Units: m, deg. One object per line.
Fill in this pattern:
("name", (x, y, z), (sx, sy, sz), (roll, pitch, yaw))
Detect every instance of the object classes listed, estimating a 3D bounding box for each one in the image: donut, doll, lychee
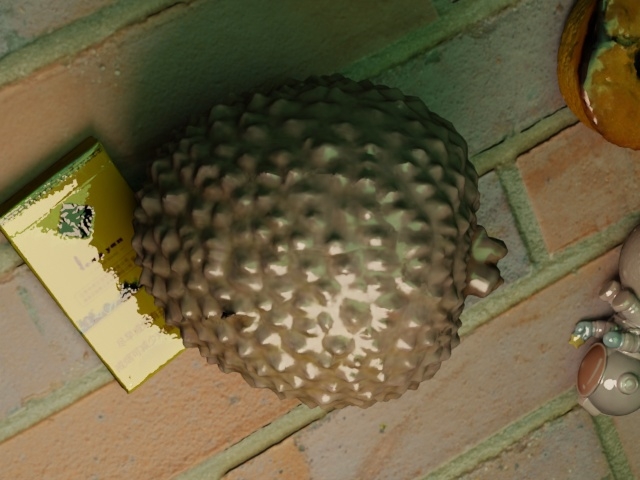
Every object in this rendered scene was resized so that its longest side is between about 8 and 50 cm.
("donut", (0.423, -0.241, 2.066), (0.254, 0.118, 0.253), (-6, 106, -20))
("doll", (0.436, 0.111, 2.142), (0.151, 0.151, 0.287), (23, 96, -26))
("lychee", (0.000, 0.000, 1.812), (0.432, 0.380, 0.380), (10, 99, -3))

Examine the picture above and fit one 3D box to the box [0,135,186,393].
("box", (-0.249, 0.033, 1.885), (0.153, 0.041, 0.279), (-39, 113, -10))
